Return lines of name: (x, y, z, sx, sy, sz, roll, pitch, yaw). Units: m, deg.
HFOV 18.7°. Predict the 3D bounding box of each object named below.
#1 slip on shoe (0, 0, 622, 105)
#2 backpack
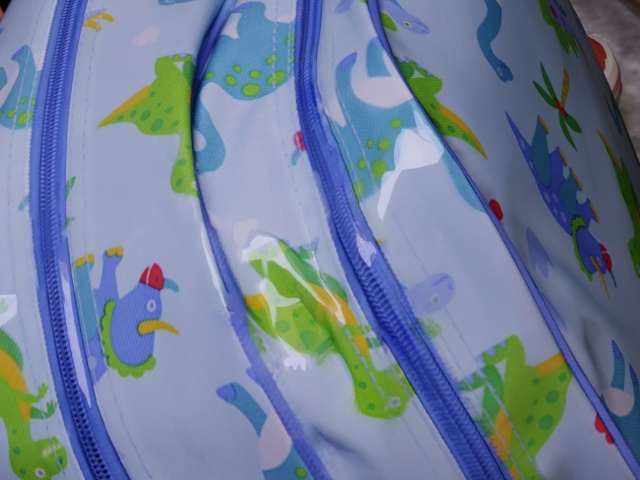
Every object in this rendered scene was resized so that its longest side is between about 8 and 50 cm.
slip on shoe: (-0.017, -0.086, 0.959, 0.331, 0.101, 0.123, 3, 42, 6)
backpack: (0.000, 0.000, 0.666, 0.273, 0.290, 0.355, -10, 25, 32)
